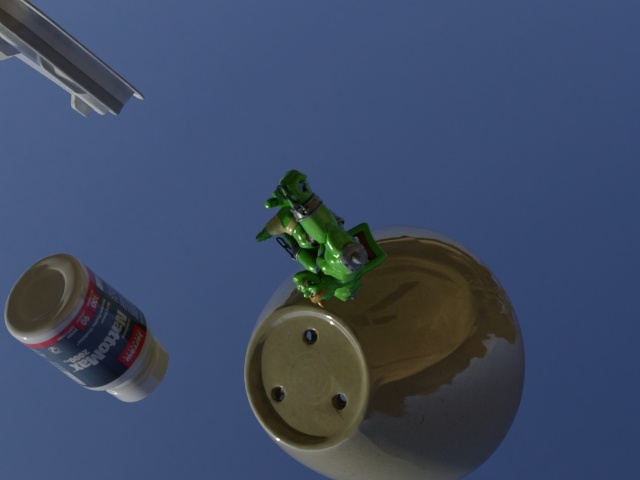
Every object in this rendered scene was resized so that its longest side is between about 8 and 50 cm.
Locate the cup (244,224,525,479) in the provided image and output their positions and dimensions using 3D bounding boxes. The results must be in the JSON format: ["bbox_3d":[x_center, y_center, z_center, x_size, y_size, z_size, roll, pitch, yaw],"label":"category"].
[{"bbox_3d":[0.043,0.150,1.823,0.331,0.331,0.237,12,-171,29],"label":"cup"}]

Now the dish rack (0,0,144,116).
[{"bbox_3d":[-0.399,-0.271,1.954,0.333,0.285,0.072,33,-95,37],"label":"dish rack"}]

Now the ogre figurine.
[{"bbox_3d":[0.000,0.000,1.596,0.097,0.197,0.118,-36,-104,-31],"label":"ogre figurine"}]

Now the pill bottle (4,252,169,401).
[{"bbox_3d":[-0.250,0.102,1.701,0.108,0.180,0.108,-20,-131,25],"label":"pill bottle"}]
